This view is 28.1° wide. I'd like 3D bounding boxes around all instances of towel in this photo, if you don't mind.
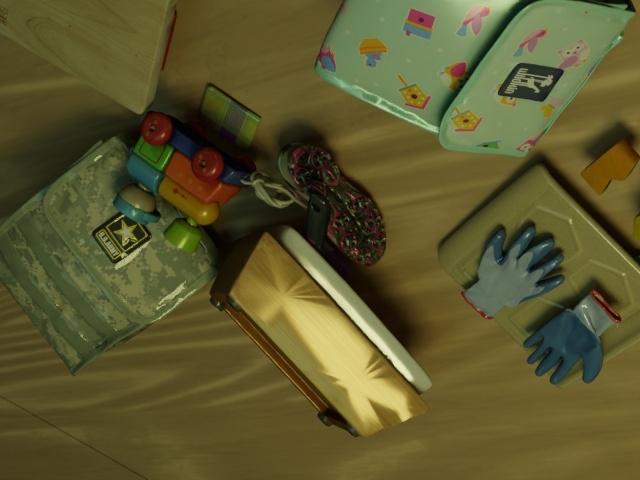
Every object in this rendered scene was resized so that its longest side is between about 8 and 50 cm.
[{"bbox_3d":[-0.117,-0.156,1.626,0.083,0.009,0.060,33,131,9],"label":"towel"}]

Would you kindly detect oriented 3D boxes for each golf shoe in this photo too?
[{"bbox_3d":[0.015,-0.048,1.588,0.186,0.067,0.086,54,168,-19],"label":"golf shoe"}]

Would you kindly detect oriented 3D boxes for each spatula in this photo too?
[{"bbox_3d":[0.000,0.000,1.539,0.084,0.030,0.296,46,169,13],"label":"spatula"}]

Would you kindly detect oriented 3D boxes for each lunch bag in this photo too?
[{"bbox_3d":[-0.289,0.012,1.746,0.287,0.169,0.235,-35,94,34],"label":"lunch bag"},{"bbox_3d":[0.158,-0.219,1.313,0.262,0.160,0.223,30,129,-3],"label":"lunch bag"}]

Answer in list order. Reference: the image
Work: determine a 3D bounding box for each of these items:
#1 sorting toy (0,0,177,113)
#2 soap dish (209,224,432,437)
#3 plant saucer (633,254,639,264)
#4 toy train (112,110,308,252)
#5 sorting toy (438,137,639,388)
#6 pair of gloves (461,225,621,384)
[{"bbox_3d":[-0.274,-0.329,1.557,0.257,0.089,0.255,31,131,12],"label":"sorting toy"},{"bbox_3d":[-0.010,0.117,1.601,0.291,0.118,0.229,47,169,-7],"label":"soap dish"},{"bbox_3d":[0.418,0.021,1.398,0.192,0.018,0.067,-25,104,42],"label":"plant saucer"},{"bbox_3d":[-0.140,-0.044,1.581,0.248,0.105,0.143,35,102,23],"label":"toy train"},{"bbox_3d":[0.294,0.020,1.454,0.229,0.041,0.307,48,137,2],"label":"sorting toy"},{"bbox_3d":[0.257,0.078,1.478,0.198,0.023,0.159,45,138,7],"label":"pair of gloves"}]
